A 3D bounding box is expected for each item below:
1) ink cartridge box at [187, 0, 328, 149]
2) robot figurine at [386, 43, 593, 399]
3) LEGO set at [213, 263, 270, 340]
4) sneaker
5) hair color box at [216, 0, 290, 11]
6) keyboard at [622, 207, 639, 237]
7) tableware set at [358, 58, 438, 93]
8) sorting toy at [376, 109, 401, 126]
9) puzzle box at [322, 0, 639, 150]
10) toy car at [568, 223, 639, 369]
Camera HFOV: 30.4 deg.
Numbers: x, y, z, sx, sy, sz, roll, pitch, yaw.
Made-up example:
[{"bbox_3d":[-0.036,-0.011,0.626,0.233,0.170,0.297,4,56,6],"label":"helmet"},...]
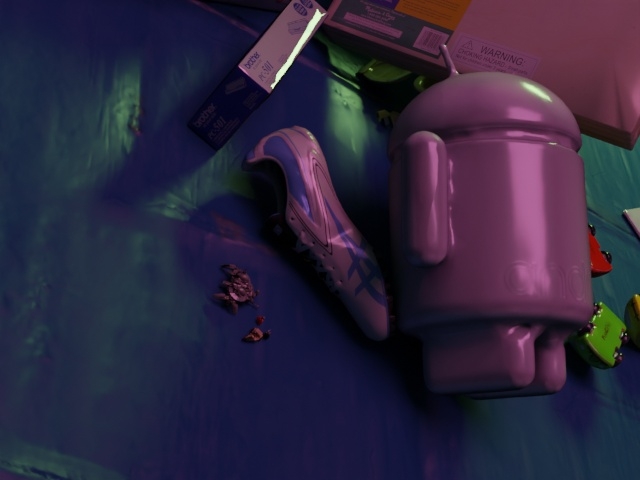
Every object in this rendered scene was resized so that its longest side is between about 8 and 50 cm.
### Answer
[{"bbox_3d":[-0.063,-0.186,1.260,0.046,0.097,0.207,40,36,-9],"label":"ink cartridge box"},{"bbox_3d":[0.170,-0.019,1.200,0.300,0.200,0.353,17,68,-56],"label":"robot figurine"},{"bbox_3d":[-0.068,0.053,1.090,0.083,0.023,0.054,52,36,7],"label":"LEGO set"},{"bbox_3d":[0.000,0.000,1.180,0.086,0.085,0.237,-27,83,-13],"label":"sneaker"},{"bbox_3d":[-0.160,-0.379,1.333,0.374,0.113,0.185,-3,59,-46],"label":"hair color box"},{"bbox_3d":[0.524,0.058,1.705,0.072,0.014,0.256,-12,65,-45],"label":"keyboard"},{"bbox_3d":[0.142,-0.218,1.472,0.141,0.020,0.169,-31,43,-31],"label":"tableware set"},{"bbox_3d":[0.105,-0.134,1.455,0.083,0.012,0.062,19,45,-34],"label":"sorting toy"},{"bbox_3d":[0.236,-0.296,1.401,0.409,0.272,0.052,25,-12,24],"label":"puzzle box"},{"bbox_3d":[0.348,0.092,1.456,0.239,0.053,0.225,45,36,-2],"label":"toy car"}]
